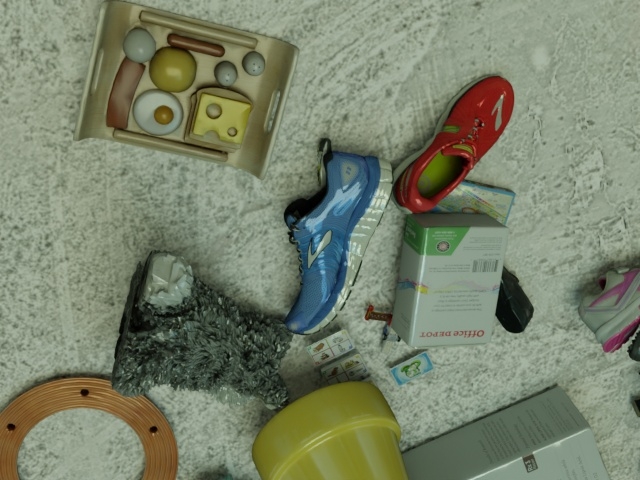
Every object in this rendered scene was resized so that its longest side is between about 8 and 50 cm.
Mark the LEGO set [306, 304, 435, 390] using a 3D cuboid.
[{"bbox_3d":[0.113,0.184,1.841,0.244,0.060,0.182,-27,124,2],"label":"LEGO set"}]

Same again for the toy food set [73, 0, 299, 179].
[{"bbox_3d":[-0.206,-0.226,1.598,0.306,0.092,0.220,12,107,-13],"label":"toy food set"}]

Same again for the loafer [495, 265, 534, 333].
[{"bbox_3d":[0.320,0.079,1.827,0.061,0.062,0.170,-40,109,-36],"label":"loafer"}]

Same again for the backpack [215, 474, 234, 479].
[{"bbox_3d":[-0.156,0.513,1.839,0.144,0.166,0.188,-22,115,-2],"label":"backpack"}]

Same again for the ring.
[{"bbox_3d":[-0.417,0.385,1.821,0.336,0.032,0.337,-3,110,-9],"label":"ring"}]

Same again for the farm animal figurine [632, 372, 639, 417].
[{"bbox_3d":[0.705,0.375,1.911,0.172,0.330,0.327,-16,78,-11],"label":"farm animal figurine"}]

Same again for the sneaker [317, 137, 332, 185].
[{"bbox_3d":[0.014,-0.130,1.707,0.035,0.031,0.083,-4,120,-14],"label":"sneaker"}]

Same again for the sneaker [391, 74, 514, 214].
[{"bbox_3d":[0.229,-0.147,1.673,0.107,0.118,0.279,40,86,-15],"label":"sneaker"}]

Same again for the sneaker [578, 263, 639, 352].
[{"bbox_3d":[0.555,0.081,1.832,0.252,0.111,0.103,-34,151,-20],"label":"sneaker"}]

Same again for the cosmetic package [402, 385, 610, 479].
[{"bbox_3d":[0.319,0.454,1.903,0.385,0.156,0.217,-26,114,-1],"label":"cosmetic package"}]

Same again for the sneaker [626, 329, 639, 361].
[{"bbox_3d":[0.635,0.156,1.804,0.234,0.106,0.078,-29,148,-29],"label":"sneaker"}]

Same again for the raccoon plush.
[{"bbox_3d":[-0.151,0.162,1.600,0.299,0.446,0.216,13,81,-13],"label":"raccoon plush"}]

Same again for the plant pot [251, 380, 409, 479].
[{"bbox_3d":[0.044,0.404,1.743,0.254,0.239,0.254,-20,143,-16],"label":"plant pot"}]

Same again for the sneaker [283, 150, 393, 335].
[{"bbox_3d":[0.000,0.000,1.705,0.147,0.130,0.330,19,107,-6],"label":"sneaker"}]

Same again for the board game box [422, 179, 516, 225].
[{"bbox_3d":[0.244,-0.051,1.773,0.154,0.026,0.103,12,107,-14],"label":"board game box"}]

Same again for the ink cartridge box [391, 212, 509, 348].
[{"bbox_3d":[0.214,0.066,1.735,0.154,0.093,0.212,-1,108,-19],"label":"ink cartridge box"}]
